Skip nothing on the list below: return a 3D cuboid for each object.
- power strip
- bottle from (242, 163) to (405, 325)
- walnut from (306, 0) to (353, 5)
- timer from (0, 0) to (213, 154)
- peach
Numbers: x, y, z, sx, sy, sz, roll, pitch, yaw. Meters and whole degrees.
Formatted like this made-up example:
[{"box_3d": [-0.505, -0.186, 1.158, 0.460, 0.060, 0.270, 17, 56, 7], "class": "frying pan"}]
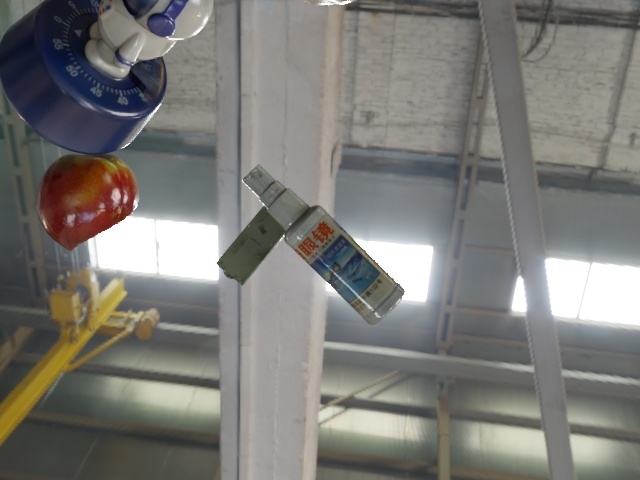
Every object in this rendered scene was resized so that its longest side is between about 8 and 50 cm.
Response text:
[{"box_3d": [-0.082, -0.002, 0.913, 0.051, 0.019, 0.136, 37, -104, 2], "class": "power strip"}, {"box_3d": [0.000, 0.000, 0.752, 0.217, 0.060, 0.060, 45, -147, -1], "class": "bottle"}, {"box_3d": [0.006, -0.540, 1.011, 0.381, 0.381, 0.381, 3, -154, -1], "class": "walnut"}, {"box_3d": [-0.314, -0.333, 1.091, 0.384, 0.270, 0.270, -26, -175, 39], "class": "timer"}, {"box_3d": [-0.452, -0.076, 1.332, 0.190, 0.192, 0.190, 8, -161, -3], "class": "peach"}]
